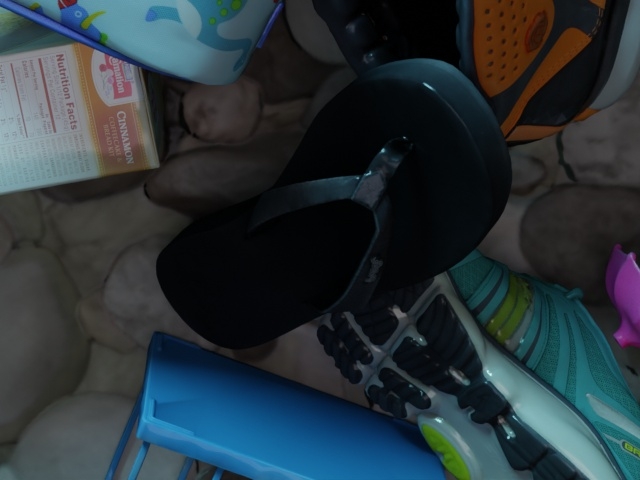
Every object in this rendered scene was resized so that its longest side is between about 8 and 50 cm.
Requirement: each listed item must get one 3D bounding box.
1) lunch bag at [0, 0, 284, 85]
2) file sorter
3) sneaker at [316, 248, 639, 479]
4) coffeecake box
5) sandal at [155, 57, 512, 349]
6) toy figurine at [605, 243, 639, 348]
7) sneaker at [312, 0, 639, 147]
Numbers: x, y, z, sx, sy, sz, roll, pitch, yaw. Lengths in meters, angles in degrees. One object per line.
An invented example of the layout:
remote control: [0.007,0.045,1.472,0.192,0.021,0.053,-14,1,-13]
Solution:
lunch bag: [-0.091,-0.153,0.750,0.176,0.219,0.090,26,109,-9]
file sorter: [-0.030,0.142,0.889,0.170,0.118,0.104,21,106,-9]
sneaker: [0.087,0.054,0.890,0.275,0.110,0.107,50,139,-2]
coffeecake box: [-0.173,-0.066,0.807,0.185,0.142,0.068,-10,106,-2]
sandal: [0.000,0.001,0.805,0.097,0.054,0.254,47,138,-5]
toy figurine: [0.233,0.015,0.881,0.159,0.130,0.173,6,83,1]
sneaker: [0.085,-0.193,0.758,0.124,0.180,0.321,9,109,36]
